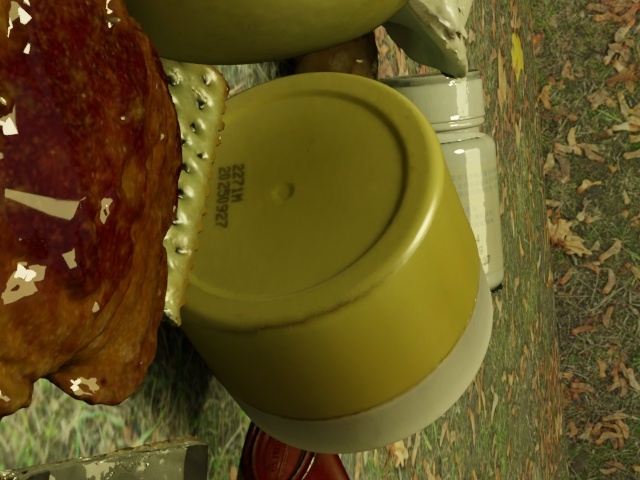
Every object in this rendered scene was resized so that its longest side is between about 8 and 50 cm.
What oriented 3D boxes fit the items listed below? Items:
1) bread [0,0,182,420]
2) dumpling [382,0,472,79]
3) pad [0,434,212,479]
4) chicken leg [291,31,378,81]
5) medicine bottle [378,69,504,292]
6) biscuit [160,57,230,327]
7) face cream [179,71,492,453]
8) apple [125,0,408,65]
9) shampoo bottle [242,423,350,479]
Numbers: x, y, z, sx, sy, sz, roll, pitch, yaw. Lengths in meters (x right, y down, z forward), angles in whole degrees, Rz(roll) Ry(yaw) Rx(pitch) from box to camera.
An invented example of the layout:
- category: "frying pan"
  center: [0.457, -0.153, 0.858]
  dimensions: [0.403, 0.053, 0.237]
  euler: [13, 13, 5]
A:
- category: "bread"
  center: [-0.155, -0.044, 0.507]
  dimensions: [0.232, 0.135, 0.246]
  euler: [0, 88, -71]
- category: "dumpling"
  center: [0.064, -0.296, 1.054]
  dimensions: [0.341, 0.181, 0.260]
  euler: [49, -8, 14]
- category: "pad"
  center: [-0.124, 0.237, 0.680]
  dimensions: [0.174, 0.022, 0.233]
  euler: [-3, 92, -53]
- category: "chicken leg"
  center: [0.022, -0.148, 1.150]
  dimensions: [0.207, 0.085, 0.101]
  euler: [74, 7, -59]
- category: "medicine bottle"
  center: [0.139, -0.068, 1.377]
  dimensions: [0.143, 0.144, 0.258]
  euler: [-31, 119, -69]
- category: "biscuit"
  center: [-0.118, -0.064, 0.735]
  dimensions: [0.144, 0.016, 0.203]
  euler: [41, 45, -36]
- category: "face cream"
  center: [0.001, 0.016, 0.835]
  dimensions: [0.179, 0.218, 0.218]
  euler: [62, 31, -51]
- category: "apple"
  center: [-0.047, -0.223, 0.667]
  dimensions: [0.262, 0.262, 0.262]
  euler: [-2, 90, -72]
- category: "shampoo bottle"
  center: [0.001, 0.251, 1.054]
  dimensions: [0.260, 0.064, 0.102]
  euler: [68, 27, -46]
